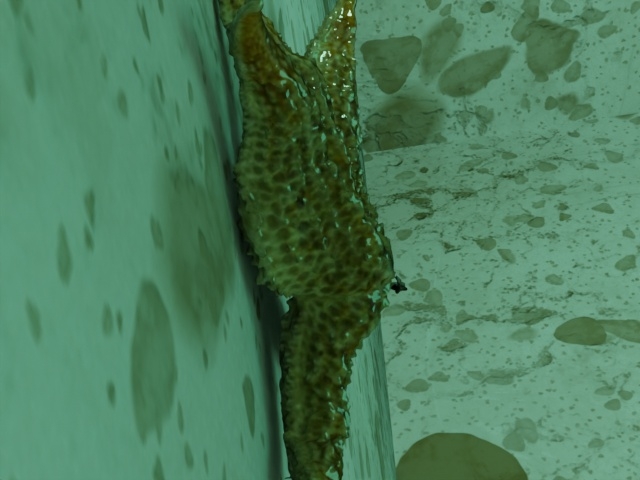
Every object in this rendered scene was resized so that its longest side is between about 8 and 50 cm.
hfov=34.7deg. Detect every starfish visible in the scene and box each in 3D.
[{"bbox_3d":[0.002,-0.024,0.576,0.301,0.084,0.293,-62,145,-76],"label":"starfish"}]
